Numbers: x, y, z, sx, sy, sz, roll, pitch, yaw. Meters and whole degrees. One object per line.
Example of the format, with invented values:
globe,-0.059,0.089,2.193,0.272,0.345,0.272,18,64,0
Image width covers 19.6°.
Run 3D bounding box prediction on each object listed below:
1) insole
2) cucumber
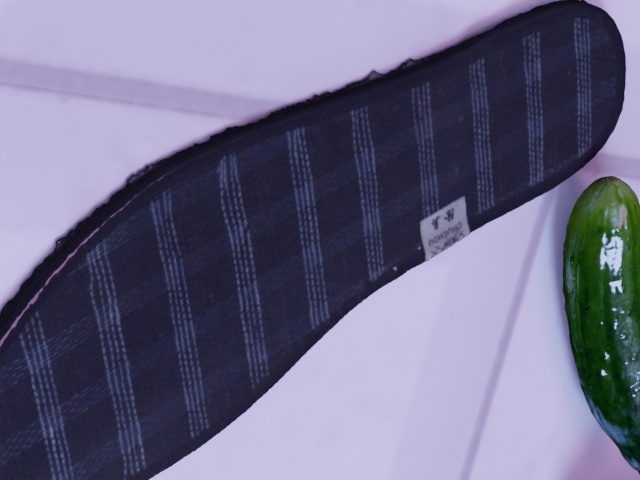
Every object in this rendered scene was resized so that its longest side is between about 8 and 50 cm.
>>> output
insole,0.000,0.000,0.638,0.309,0.012,0.110,-29,125,-31
cucumber,0.118,0.040,0.751,0.037,0.037,0.155,-34,127,-28
